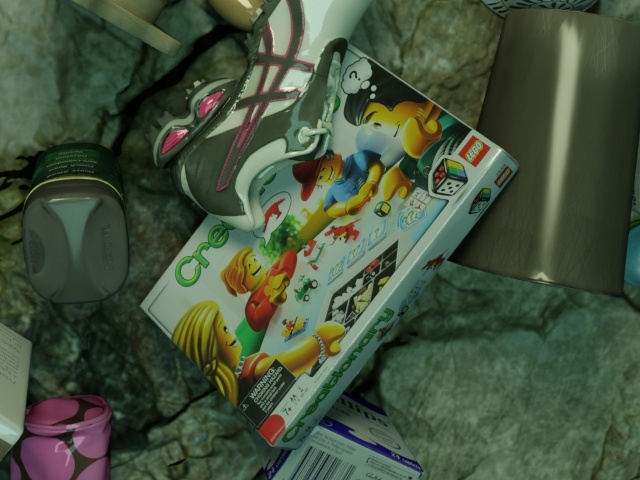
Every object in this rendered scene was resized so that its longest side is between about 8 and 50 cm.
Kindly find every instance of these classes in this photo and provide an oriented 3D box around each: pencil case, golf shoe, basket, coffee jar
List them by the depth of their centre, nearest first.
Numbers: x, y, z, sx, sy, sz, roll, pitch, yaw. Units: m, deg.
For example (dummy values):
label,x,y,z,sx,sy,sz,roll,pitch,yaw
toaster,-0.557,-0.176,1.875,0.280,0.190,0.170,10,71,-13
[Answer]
label,x,y,z,sx,sy,sz,roll,pitch,yaw
coffee jar,-0.195,-0.017,0.809,0.079,0.184,0.096,-5,106,-12
golf shoe,-0.018,-0.132,0.839,0.120,0.105,0.273,45,103,14
basket,0.207,-0.080,0.892,0.154,0.204,0.226,9,95,-10
pencil case,-0.245,0.245,0.928,0.098,0.095,0.209,7,103,1

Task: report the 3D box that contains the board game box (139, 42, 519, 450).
label,x,y,z,sx,sy,sz,roll,pitch,yaw
board game box,0.000,0.000,0.865,0.305,0.193,0.053,-53,150,5

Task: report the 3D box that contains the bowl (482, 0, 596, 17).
label,x,y,z,sx,sy,sz,roll,pitch,yaw
bowl,0.213,-0.272,0.884,0.170,0.080,0.170,-4,108,-11

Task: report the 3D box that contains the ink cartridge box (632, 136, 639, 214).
label,x,y,z,sx,sy,sz,roll,pitch,yaw
ink cartridge box,0.305,-0.077,0.939,0.052,0.122,0.088,-9,107,-11

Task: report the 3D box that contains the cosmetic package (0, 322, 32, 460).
label,x,y,z,sx,sy,sz,roll,pitch,yaw
cosmetic package,-0.343,0.136,0.820,0.151,0.183,0.151,36,95,-19

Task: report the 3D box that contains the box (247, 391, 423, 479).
label,x,y,z,sx,sy,sz,roll,pitch,yaw
box,0.010,0.191,0.942,0.126,0.137,0.072,29,97,-19

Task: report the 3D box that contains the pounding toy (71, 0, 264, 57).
label,x,y,z,sx,sy,sz,roll,pitch,yaw
pounding toy,-0.144,-0.245,0.761,0.154,0.269,0.155,36,97,20

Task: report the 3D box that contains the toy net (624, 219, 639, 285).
label,x,y,z,sx,sy,sz,roll,pitch,yaw
toy net,0.413,0.032,1.041,0.232,0.045,0.122,30,96,-21
